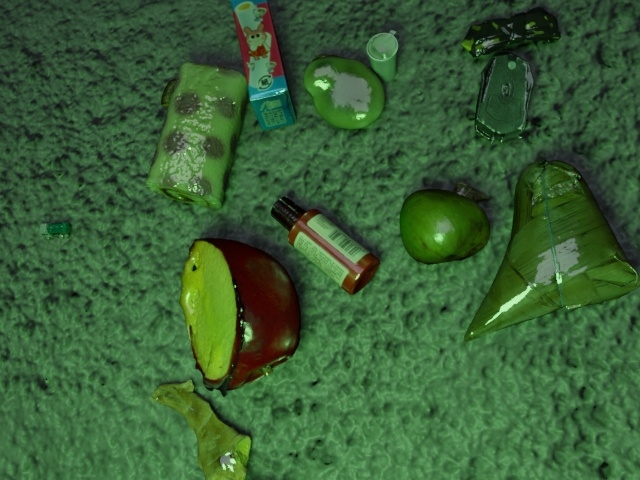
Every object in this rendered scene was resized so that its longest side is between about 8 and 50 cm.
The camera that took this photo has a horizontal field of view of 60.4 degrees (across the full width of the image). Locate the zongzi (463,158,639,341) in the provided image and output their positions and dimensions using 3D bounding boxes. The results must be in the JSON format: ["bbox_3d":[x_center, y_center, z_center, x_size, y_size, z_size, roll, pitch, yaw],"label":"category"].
[{"bbox_3d":[0.420,0.021,1.165,0.361,0.160,0.322,-23,66,10],"label":"zongzi"}]

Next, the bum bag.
[{"bbox_3d":[0.462,-0.509,1.350,0.233,0.060,0.106,-9,64,6],"label":"bum bag"}]

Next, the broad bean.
[{"bbox_3d":[0.058,-0.375,1.371,0.169,0.100,0.228,-36,83,7],"label":"broad bean"}]

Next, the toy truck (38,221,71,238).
[{"bbox_3d":[-0.688,-0.029,1.427,0.083,0.044,0.039,-4,71,9],"label":"toy truck"}]

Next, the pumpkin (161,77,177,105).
[{"bbox_3d":[-0.384,-0.402,1.484,0.101,0.035,0.073,-1,79,35],"label":"pumpkin"}]

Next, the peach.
[{"bbox_3d":[-0.167,0.143,1.208,0.257,0.201,0.361,-52,51,34],"label":"peach"}]

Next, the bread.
[{"bbox_3d":[-0.298,-0.262,1.365,0.187,0.155,0.338,10,76,8],"label":"bread"}]

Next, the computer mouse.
[{"bbox_3d":[0.428,-0.334,1.303,0.126,0.071,0.231,9,86,-2],"label":"computer mouse"}]

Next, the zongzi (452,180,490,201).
[{"bbox_3d":[0.337,-0.086,1.269,0.083,0.040,0.076,30,88,-1],"label":"zongzi"}]

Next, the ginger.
[{"bbox_3d":[-0.263,0.419,1.208,0.295,0.086,0.131,36,92,26],"label":"ginger"}]

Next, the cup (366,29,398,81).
[{"bbox_3d":[0.163,-0.462,1.360,0.074,0.116,0.104,22,80,16],"label":"cup"}]

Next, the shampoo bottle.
[{"bbox_3d":[0.000,0.000,1.262,0.278,0.104,0.104,40,84,18],"label":"shampoo bottle"}]

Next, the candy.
[{"bbox_3d":[-0.144,-0.452,1.389,0.100,0.157,0.305,-13,73,2],"label":"candy"}]

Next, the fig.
[{"bbox_3d":[0.259,-0.032,1.192,0.181,0.181,0.191,-38,65,-2],"label":"fig"}]
